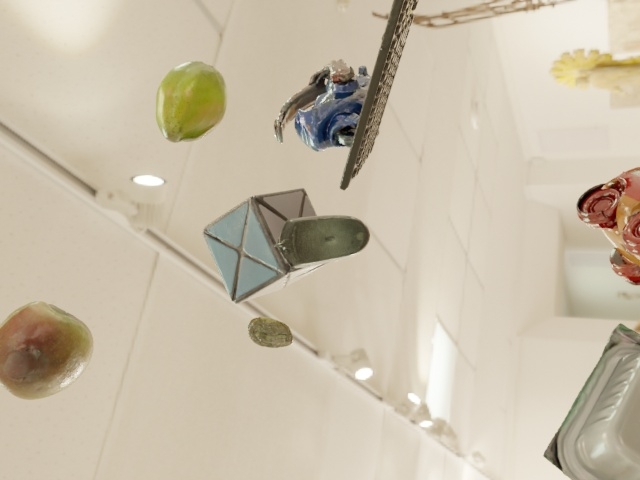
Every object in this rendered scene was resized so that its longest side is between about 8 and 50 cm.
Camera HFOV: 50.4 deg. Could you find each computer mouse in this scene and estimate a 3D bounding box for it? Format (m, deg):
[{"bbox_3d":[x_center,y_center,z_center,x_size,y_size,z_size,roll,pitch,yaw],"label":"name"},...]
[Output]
[{"bbox_3d":[0.000,0.000,1.534,0.068,0.229,0.113,175,89,-71],"label":"computer mouse"}]

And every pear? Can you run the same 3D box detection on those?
[{"bbox_3d":[-0.341,-0.350,1.772,0.187,0.187,0.219,43,-121,-59],"label":"pear"}]

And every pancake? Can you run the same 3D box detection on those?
[{"bbox_3d":[-0.108,0.200,1.467,0.017,0.108,0.108,-75,-27,-42],"label":"pancake"}]

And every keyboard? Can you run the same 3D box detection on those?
[{"bbox_3d":[0.051,-0.140,0.715,0.103,0.041,0.381,-58,-5,-45],"label":"keyboard"}]

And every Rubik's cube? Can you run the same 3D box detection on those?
[{"bbox_3d":[-0.153,0.010,2.014,0.255,0.260,0.259,-17,-102,-55],"label":"Rubik's cube"}]

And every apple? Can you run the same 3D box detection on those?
[{"bbox_3d":[-0.565,0.226,1.368,0.188,0.174,0.207,-54,-29,-12],"label":"apple"}]

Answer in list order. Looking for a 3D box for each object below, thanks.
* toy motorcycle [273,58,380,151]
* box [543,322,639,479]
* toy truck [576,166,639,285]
[{"bbox_3d":[0.033,-0.280,1.557,0.182,0.241,0.319,49,-148,-22],"label":"toy motorcycle"},{"bbox_3d":[0.590,0.320,1.190,0.336,0.264,0.106,-46,-18,-30],"label":"box"},{"bbox_3d":[0.561,-0.035,1.036,0.189,0.239,0.265,47,-177,-26],"label":"toy truck"}]
